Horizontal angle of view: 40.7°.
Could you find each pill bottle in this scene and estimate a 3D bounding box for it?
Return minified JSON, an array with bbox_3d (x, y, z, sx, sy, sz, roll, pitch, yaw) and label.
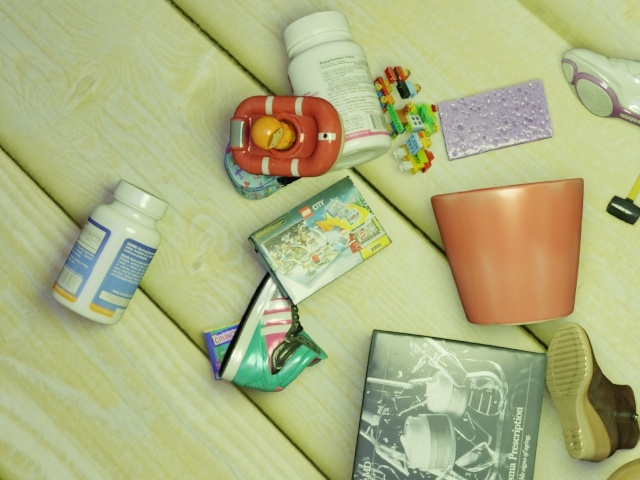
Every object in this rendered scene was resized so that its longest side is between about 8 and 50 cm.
[{"bbox_3d":[0.027,-0.292,1.698,0.160,0.160,0.283,-17,81,8],"label":"pill bottle"},{"bbox_3d":[-0.417,0.021,1.749,0.152,0.152,0.272,28,89,11],"label":"pill bottle"}]

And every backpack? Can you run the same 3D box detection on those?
[{"bbox_3d":[-0.118,-0.172,1.736,0.173,0.117,0.158,-30,80,9],"label":"backpack"}]

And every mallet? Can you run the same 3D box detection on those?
[{"bbox_3d":[0.607,-0.125,1.651,0.062,0.039,0.190,22,84,13],"label":"mallet"}]

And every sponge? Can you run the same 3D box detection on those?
[{"bbox_3d":[0.344,-0.237,1.705,0.210,0.031,0.117,-12,83,8],"label":"sponge"}]

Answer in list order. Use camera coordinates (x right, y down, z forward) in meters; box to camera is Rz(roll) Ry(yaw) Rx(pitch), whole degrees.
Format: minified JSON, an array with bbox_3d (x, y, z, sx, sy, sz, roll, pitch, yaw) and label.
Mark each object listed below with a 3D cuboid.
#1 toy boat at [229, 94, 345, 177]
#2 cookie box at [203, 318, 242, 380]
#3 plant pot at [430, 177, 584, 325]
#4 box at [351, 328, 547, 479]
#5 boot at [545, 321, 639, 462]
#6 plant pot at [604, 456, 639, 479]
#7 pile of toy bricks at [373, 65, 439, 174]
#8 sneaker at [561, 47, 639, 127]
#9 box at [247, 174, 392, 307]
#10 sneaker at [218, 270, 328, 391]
[{"bbox_3d":[-0.074,-0.192,1.573,0.231,0.151,0.151,4,95,22],"label":"toy boat"},{"bbox_3d":[-0.177,0.219,1.745,0.091,0.040,0.107,-16,81,8],"label":"cookie box"},{"bbox_3d":[0.351,0.020,1.578,0.275,0.275,0.243,-6,94,9],"label":"plant pot"},{"bbox_3d":[0.224,0.351,1.574,0.312,0.179,0.343,7,84,5],"label":"box"},{"bbox_3d":[0.498,0.269,1.559,0.090,0.207,0.248,-9,82,45],"label":"boot"},{"bbox_3d":[0.622,0.512,1.585,0.236,0.032,0.236,-1,85,10],"label":"plant pot"},{"bbox_3d":[0.188,-0.247,1.709,0.105,0.118,0.212,-10,68,-30],"label":"pile of toy bricks"},{"bbox_3d":[0.606,-0.292,1.643,0.305,0.114,0.152,32,72,11],"label":"sneaker"},{"bbox_3d":[0.000,0.000,1.664,0.233,0.044,0.159,-32,85,-16],"label":"box"},{"bbox_3d":[-0.059,0.171,1.691,0.178,0.124,0.296,28,69,-8],"label":"sneaker"}]
